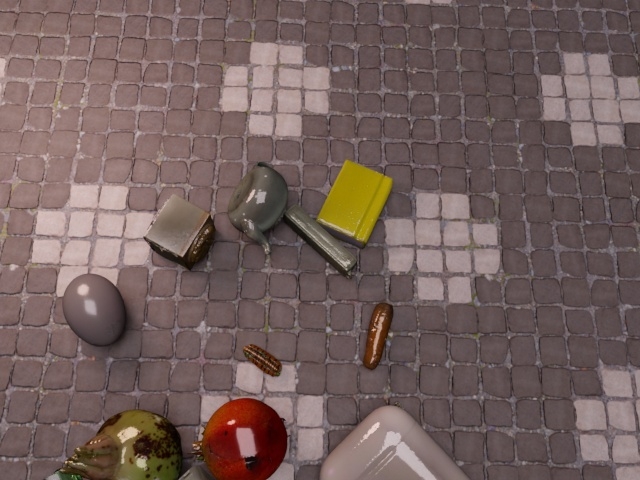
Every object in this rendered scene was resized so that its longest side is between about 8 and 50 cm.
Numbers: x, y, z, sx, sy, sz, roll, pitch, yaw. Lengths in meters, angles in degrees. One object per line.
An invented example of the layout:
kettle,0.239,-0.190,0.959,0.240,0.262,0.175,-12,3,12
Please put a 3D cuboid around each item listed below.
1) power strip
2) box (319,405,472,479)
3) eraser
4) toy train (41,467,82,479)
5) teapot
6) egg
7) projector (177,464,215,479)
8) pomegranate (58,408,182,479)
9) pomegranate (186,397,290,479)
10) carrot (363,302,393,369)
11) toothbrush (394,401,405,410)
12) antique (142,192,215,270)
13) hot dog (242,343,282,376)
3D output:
power strip,0.000,0.000,1.553,0.272,0.078,0.052,41,76,10
box,0.190,0.600,1.336,0.288,0.141,0.349,-45,79,1
eraser,0.098,-0.104,1.593,0.157,0.069,0.226,25,75,4
toy train,-0.582,0.661,1.318,0.085,0.119,0.251,-30,76,-11
teapot,-0.165,-0.105,1.530,0.129,0.193,0.295,32,44,-27
egg,-0.586,0.180,1.443,0.146,0.146,0.199,-21,82,-8
projector,-0.271,0.677,1.275,0.192,0.099,0.257,-40,112,-11
pomegranate,-0.452,0.489,1.300,0.221,0.277,0.204,-6,46,32
pomegranate,-0.194,0.486,1.342,0.235,0.210,0.210,-7,73,16
carrot,0.153,0.256,1.494,0.060,0.060,0.186,16,74,3
toothbrush,0.260,0.597,1.414,0.028,0.037,0.376,-18,78,-4
antique,-0.374,-0.015,1.511,0.147,0.147,0.152,28,74,4
hot dog,-0.154,0.318,1.476,0.122,0.037,0.049,31,72,5
